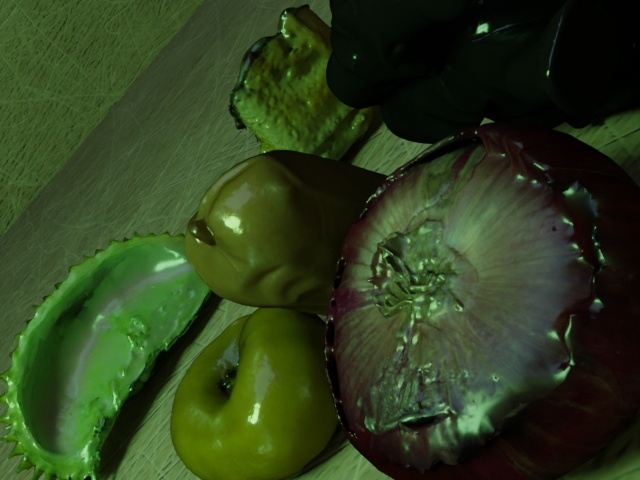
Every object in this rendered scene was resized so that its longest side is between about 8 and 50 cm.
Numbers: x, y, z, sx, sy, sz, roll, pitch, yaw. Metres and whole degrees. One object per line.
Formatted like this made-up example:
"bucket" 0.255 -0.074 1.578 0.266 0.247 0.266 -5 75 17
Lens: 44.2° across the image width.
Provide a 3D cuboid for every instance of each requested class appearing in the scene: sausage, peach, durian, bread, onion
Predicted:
"sausage" 0.000 0.000 0.645 0.136 0.241 0.120 -56 46 20
"peach" -0.053 0.132 0.695 0.179 0.103 0.179 -37 27 22
"durian" -0.260 0.131 0.964 0.170 0.157 0.355 7 59 40
"bread" -0.007 -0.155 0.961 0.174 0.133 0.251 -54 -17 -14
"onion" 0.107 0.046 0.503 0.248 0.161 0.248 -47 23 28

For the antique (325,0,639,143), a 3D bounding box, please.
"antique" 0.162 -0.164 0.594 0.255 0.322 0.185 13 106 56
